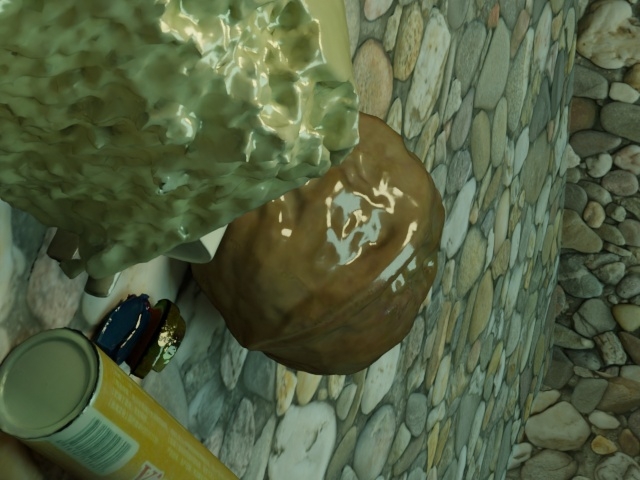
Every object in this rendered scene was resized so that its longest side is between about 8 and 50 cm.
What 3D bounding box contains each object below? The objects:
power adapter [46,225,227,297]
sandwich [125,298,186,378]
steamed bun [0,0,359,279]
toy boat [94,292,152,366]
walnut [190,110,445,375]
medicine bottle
[{"bbox_3d":[-0.132,-0.081,0.762,0.255,0.124,0.187,-68,155,-22],"label":"power adapter"},{"bbox_3d":[-0.150,0.089,0.889,0.069,0.026,0.101,-53,-163,-4],"label":"sandwich"},{"bbox_3d":[-0.152,-0.137,0.504,0.272,0.290,0.273,21,64,-61],"label":"steamed bun"},{"bbox_3d":[-0.173,0.079,0.869,0.083,0.038,0.038,-59,151,-35],"label":"toy boat"},{"bbox_3d":[0.001,0.002,0.983,0.273,0.227,0.273,-45,145,-44],"label":"walnut"},{"bbox_3d":[-0.148,0.210,0.905,0.108,0.108,0.426,-66,154,-24],"label":"medicine bottle"}]
